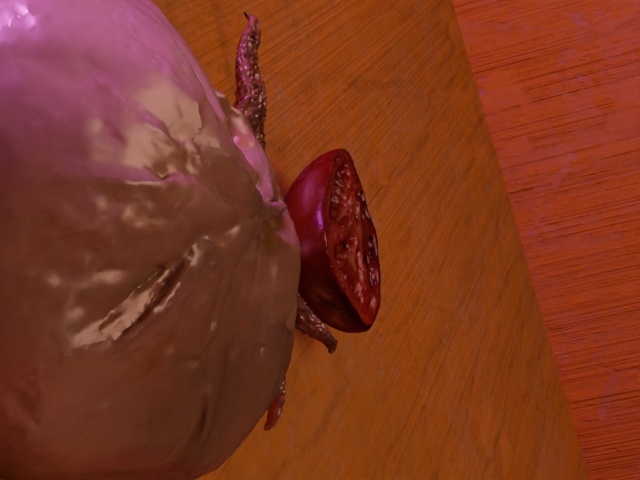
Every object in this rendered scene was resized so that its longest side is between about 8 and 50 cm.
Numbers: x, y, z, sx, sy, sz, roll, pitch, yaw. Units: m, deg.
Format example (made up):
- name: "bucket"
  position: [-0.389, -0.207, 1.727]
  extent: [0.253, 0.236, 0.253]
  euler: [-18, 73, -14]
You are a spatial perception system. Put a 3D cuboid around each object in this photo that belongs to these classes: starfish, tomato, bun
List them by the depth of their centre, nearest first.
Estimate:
- name: "bun"
  position: [-0.129, -0.011, 0.910]
  extent: [0.361, 0.213, 0.361]
  euler: [-16, 90, -73]
- name: "starfish"
  position: [-0.063, 0.001, 1.308]
  extent: [0.301, 0.084, 0.293]
  euler: [-80, 155, -44]
- name: "tomato"
  position: [0.003, 0.000, 1.500]
  extent: [0.174, 0.082, 0.166]
  euler: [-82, 153, -43]
